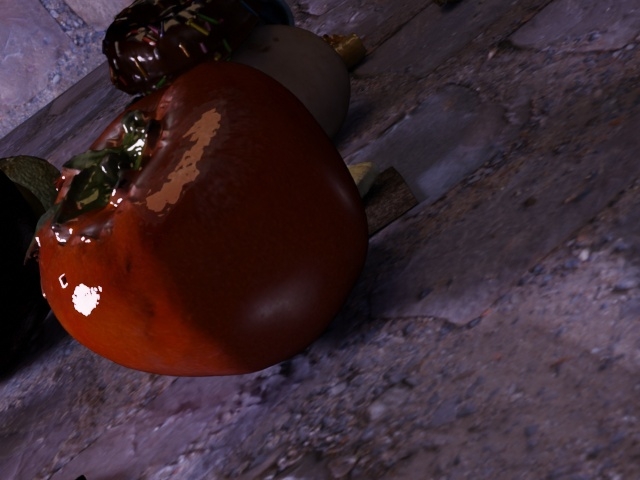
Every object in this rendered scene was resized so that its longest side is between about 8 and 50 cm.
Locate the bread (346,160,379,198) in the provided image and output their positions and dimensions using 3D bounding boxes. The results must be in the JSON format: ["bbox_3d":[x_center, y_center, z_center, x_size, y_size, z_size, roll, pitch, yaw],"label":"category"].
[{"bbox_3d":[-0.020,-0.033,1.605,0.193,0.036,0.112,-11,36,45],"label":"bread"}]

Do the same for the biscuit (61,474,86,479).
[{"bbox_3d":[-0.346,0.285,1.451,0.292,0.026,0.048,-18,7,41],"label":"biscuit"}]

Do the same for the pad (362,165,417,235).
[{"bbox_3d":[0.000,0.000,1.551,0.235,0.003,0.158,-35,19,5],"label":"pad"}]

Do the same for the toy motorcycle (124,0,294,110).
[{"bbox_3d":[-0.165,-0.254,2.014,0.232,0.172,0.416,-44,0,29],"label":"toy motorcycle"}]

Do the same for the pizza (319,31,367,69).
[{"bbox_3d":[-0.029,-0.271,2.157,0.271,0.056,0.134,-12,39,49],"label":"pizza"}]

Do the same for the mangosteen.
[{"bbox_3d":[-0.534,0.026,1.896,0.382,0.382,0.435,-25,5,30],"label":"mangosteen"}]

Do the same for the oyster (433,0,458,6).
[{"bbox_3d":[0.221,-0.412,2.061,0.105,0.056,0.177,-33,15,48],"label":"oyster"}]

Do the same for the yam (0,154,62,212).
[{"bbox_3d":[-0.560,-0.073,2.466,0.161,0.161,0.268,-43,18,-20],"label":"yam"}]

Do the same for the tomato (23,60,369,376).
[{"bbox_3d":[-0.112,-0.002,1.364,0.341,0.273,0.341,-39,27,24],"label":"tomato"}]

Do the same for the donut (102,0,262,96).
[{"bbox_3d":[-0.192,-0.284,1.824,0.235,0.089,0.235,-22,29,13],"label":"donut"}]

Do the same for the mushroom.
[{"bbox_3d":[-0.059,-0.186,1.864,0.204,0.204,0.204,-32,19,13],"label":"mushroom"}]
